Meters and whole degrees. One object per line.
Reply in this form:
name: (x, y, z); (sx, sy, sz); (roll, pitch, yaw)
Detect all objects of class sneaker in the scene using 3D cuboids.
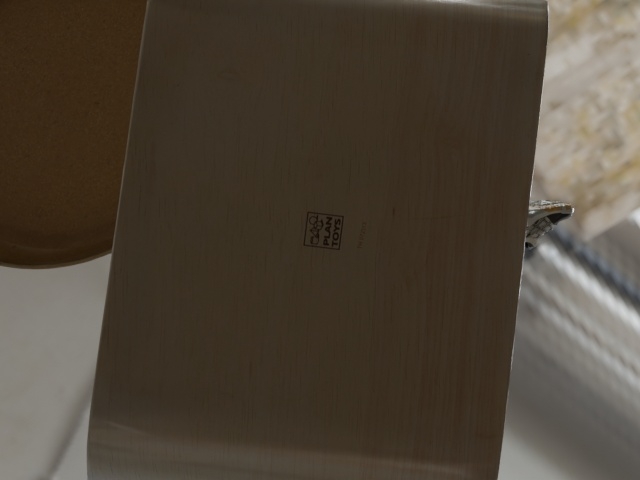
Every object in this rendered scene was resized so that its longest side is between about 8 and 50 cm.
sneaker: (0.185, -0.012, 1.719); (0.083, 0.032, 0.037); (-14, -74, -28)

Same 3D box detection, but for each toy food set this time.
toy food set: (0.000, 0.000, 1.088); (0.219, 0.092, 0.306); (7, -98, 1)

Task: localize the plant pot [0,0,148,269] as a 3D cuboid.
plant pot: (-0.162, -0.091, 1.244); (0.032, 0.236, 0.236); (52, -155, -67)
